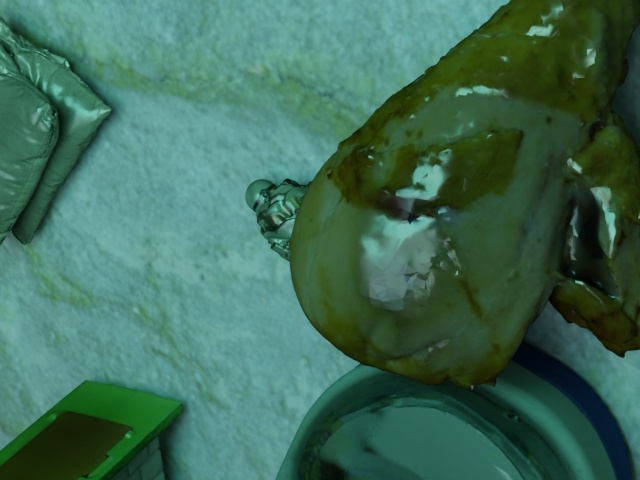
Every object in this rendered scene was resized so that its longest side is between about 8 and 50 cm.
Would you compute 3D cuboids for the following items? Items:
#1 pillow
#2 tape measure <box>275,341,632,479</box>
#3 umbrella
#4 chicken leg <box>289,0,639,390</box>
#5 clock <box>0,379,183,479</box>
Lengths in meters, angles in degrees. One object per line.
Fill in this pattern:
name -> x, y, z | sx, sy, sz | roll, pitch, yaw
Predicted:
pillow -> -0.271, -0.086, 1.243 | 0.134, 0.078, 0.181 | 44, 125, 13
tape measure -> 0.103, 0.202, 1.096 | 0.259, 0.138, 0.262 | 30, 119, 16
umbrella -> 0.000, 0.000, 1.134 | 0.143, 0.062, 0.067 | 37, 151, 13
chicken leg -> 0.171, -0.066, 0.975 | 0.295, 0.182, 0.409 | 28, 102, 5
clock -> -0.208, 0.289, 1.260 | 0.106, 0.220, 0.255 | 10, 119, 27
